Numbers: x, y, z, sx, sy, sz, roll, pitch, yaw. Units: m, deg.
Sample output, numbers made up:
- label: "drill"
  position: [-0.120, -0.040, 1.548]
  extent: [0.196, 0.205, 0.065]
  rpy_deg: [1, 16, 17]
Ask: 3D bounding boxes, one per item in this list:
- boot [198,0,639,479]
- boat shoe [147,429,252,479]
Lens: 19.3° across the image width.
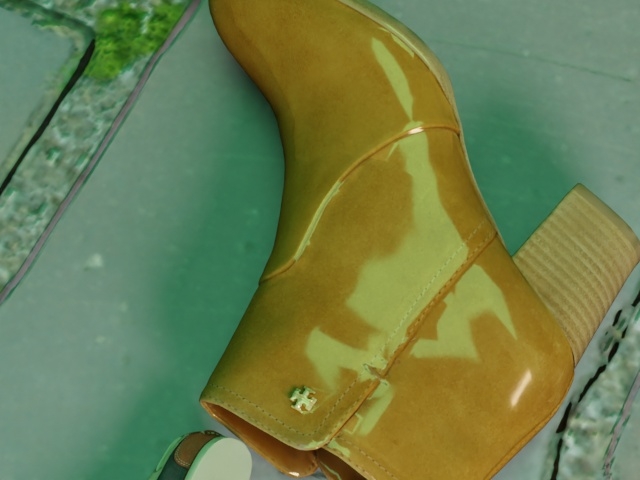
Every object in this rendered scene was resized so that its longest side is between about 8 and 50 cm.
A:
- label: "boot"
  position: [0.001, 0.001, 0.971]
  extent: [0.295, 0.104, 0.211]
  rpy_deg: [38, 70, 12]
- label: "boat shoe"
  position: [-0.083, 0.154, 0.931]
  extent: [0.043, 0.049, 0.137]
  rpy_deg: [4, 57, 50]
